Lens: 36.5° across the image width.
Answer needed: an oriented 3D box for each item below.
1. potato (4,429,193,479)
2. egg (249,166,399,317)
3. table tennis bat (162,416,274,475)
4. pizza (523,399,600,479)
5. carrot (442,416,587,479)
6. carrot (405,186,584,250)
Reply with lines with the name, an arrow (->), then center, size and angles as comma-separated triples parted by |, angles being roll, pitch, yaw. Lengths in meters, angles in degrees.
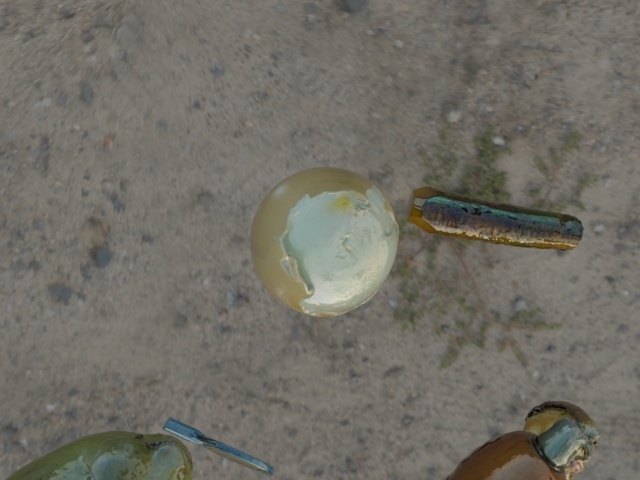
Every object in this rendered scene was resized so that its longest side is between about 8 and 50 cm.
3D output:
potato -> -0.288, 0.347, 1.105 | 0.218, 0.202, 0.351 | 43, 92, -19
egg -> 0.000, 0.000, 1.324 | 0.201, 0.244, 0.201 | -1, 94, -20
table tennis bat -> -0.129, 0.266, 1.246 | 0.155, 0.100, 0.019 | 29, 73, -13
pizza -> 0.461, 0.431, 1.875 | 0.074, 0.251, 0.288 | 16, 61, -7
carrot -> 0.059, 0.232, 0.681 | 0.069, 0.069, 0.336 | 39, 109, -17
carrot -> 0.259, -0.030, 1.447 | 0.260, 0.070, 0.070 | 9, 104, -2
